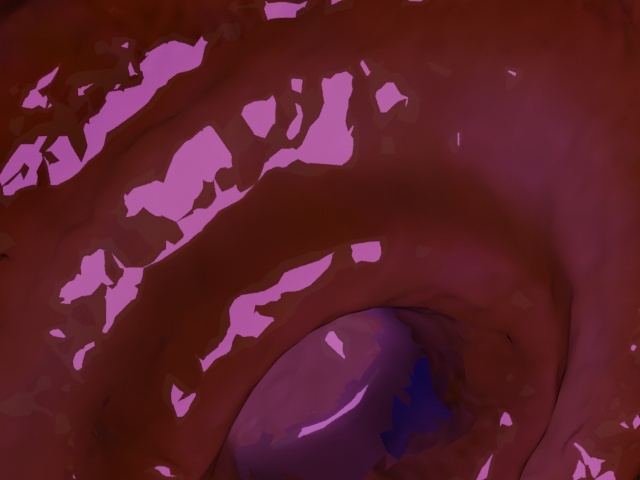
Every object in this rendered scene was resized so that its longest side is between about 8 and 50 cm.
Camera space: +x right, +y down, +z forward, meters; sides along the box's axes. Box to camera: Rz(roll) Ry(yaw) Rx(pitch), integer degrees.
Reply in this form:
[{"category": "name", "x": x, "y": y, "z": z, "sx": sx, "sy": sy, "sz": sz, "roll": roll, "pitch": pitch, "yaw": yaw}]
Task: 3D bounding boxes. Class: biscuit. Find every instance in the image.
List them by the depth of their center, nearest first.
[{"category": "biscuit", "x": 0.001, "y": 0.001, "z": 0.459, "sx": 0.274, "sy": 0.091, "sz": 0.213, "roll": 3, "pitch": 113, "yaw": -33}]

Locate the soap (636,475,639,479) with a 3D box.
[{"category": "soap", "x": 0.187, "y": 0.169, "z": 0.564, "sx": 0.208, "sy": 0.115, "sz": 0.347, "roll": 21, "pitch": 72, "yaw": -38}]
